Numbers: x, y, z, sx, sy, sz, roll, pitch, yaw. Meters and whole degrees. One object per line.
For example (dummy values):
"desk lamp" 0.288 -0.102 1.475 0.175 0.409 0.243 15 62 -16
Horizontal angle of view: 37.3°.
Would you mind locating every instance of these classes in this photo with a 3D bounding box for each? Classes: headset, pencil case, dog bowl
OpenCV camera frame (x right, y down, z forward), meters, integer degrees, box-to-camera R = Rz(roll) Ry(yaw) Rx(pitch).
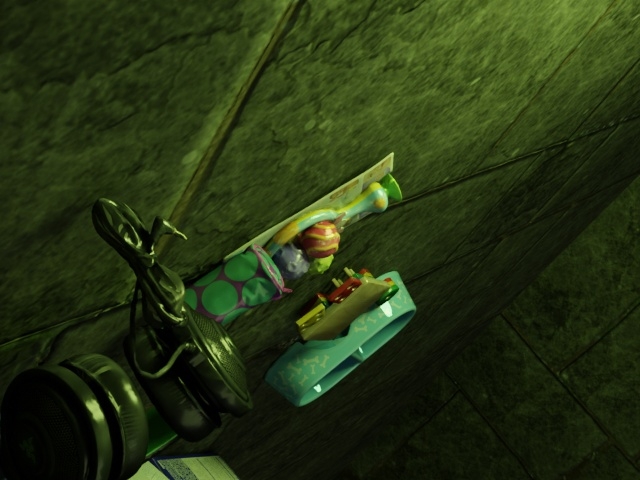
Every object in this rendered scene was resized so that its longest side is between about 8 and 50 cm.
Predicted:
"headset" -0.185 0.123 0.884 0.243 0.185 0.394 -26 163 -31
"pencil case" -0.112 0.070 1.036 0.152 0.070 0.064 -35 -179 1
"dog bowl" 0.041 0.176 1.630 0.297 0.074 0.166 -39 163 0

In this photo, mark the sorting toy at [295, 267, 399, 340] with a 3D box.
"sorting toy" 0.027 0.093 1.437 0.132 0.046 0.274 -43 163 11

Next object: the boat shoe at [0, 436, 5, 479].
"boat shoe" -0.388 0.283 0.945 0.258 0.109 0.089 -38 152 4

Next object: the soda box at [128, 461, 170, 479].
"soda box" -0.311 0.427 1.340 0.098 0.091 0.286 -47 -176 23

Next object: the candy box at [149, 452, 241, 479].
"candy box" -0.297 0.502 1.672 0.268 0.122 0.317 -42 162 3

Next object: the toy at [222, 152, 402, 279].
"toy" 0.000 0.000 1.132 0.237 0.056 0.137 -35 161 -14
